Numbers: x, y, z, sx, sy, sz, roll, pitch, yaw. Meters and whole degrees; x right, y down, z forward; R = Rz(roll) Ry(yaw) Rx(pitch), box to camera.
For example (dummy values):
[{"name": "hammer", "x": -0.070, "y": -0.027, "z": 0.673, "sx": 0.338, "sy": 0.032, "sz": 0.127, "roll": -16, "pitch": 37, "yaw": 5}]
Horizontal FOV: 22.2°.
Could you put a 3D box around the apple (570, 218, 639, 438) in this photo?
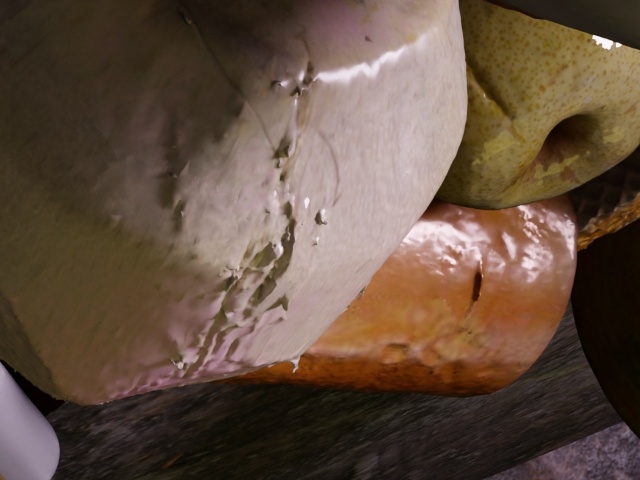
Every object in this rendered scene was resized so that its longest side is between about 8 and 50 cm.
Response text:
[{"name": "apple", "x": 0.378, "y": 0.041, "z": 1.335, "sx": 0.339, "sy": 0.340, "sz": 0.339, "roll": -21, "pitch": 163, "yaw": -7}]

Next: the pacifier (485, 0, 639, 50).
[{"name": "pacifier", "x": 0.089, "y": -0.165, "z": 0.480, "sx": 0.273, "sy": 0.332, "sz": 0.220, "roll": -60, "pitch": 141, "yaw": -5}]

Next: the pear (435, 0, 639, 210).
[{"name": "pear", "x": 0.098, "y": -0.093, "z": 0.861, "sx": 0.167, "sy": 0.137, "sz": 0.167, "roll": -21, "pitch": 159, "yaw": -8}]

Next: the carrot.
[{"name": "carrot", "x": 0.000, "y": 0.000, "z": 0.949, "sx": 0.254, "sy": 0.196, "sz": 0.196, "roll": 1, "pitch": 150, "yaw": -44}]

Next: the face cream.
[{"name": "face cream", "x": -0.232, "y": 0.123, "z": 0.979, "sx": 0.143, "sy": 0.071, "sz": 0.291, "roll": -1, "pitch": 159, "yaw": 1}]

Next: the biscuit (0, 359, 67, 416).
[{"name": "biscuit", "x": -0.233, "y": 0.058, "z": 0.996, "sx": 0.151, "sy": 0.063, "sz": 0.235, "roll": -35, "pitch": 152, "yaw": 30}]

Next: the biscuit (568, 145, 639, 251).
[{"name": "biscuit", "x": 0.290, "y": -0.109, "z": 1.125, "sx": 0.378, "sy": 0.094, "sz": 0.054, "roll": -32, "pitch": 161, "yaw": 27}]

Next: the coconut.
[{"name": "coconut", "x": -0.066, "y": -0.047, "z": 0.636, "sx": 0.227, "sy": 0.227, "sz": 0.230, "roll": -10, "pitch": 151, "yaw": -36}]
